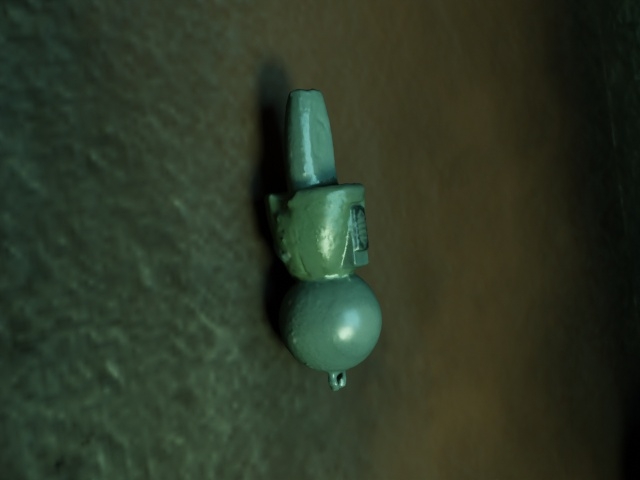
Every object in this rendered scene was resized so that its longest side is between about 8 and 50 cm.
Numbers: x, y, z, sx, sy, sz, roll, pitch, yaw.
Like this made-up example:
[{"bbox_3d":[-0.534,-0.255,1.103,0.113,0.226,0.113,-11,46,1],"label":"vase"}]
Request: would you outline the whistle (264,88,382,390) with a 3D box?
[{"bbox_3d":[0.000,0.000,0.481,0.035,0.035,0.100,-9,93,-44],"label":"whistle"}]
